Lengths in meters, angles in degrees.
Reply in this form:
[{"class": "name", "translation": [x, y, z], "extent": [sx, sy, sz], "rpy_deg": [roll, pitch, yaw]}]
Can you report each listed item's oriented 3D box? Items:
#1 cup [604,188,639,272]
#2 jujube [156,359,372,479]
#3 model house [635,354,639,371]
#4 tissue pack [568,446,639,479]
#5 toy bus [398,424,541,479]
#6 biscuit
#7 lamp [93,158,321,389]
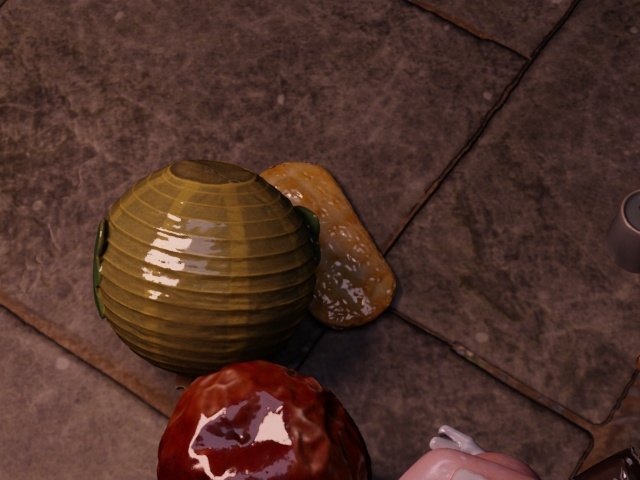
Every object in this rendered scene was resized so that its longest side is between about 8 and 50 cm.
[{"class": "cup", "translation": [0.393, -0.016, 1.412], "extent": [0.100, 0.077, 0.078], "rpy_deg": [-15, 60, -8]}, {"class": "jujube", "translation": [-0.051, 0.231, 1.188], "extent": [0.213, 0.232, 0.213], "rpy_deg": [-2, 60, 3]}, {"class": "model house", "translation": [0.468, 0.095, 1.288], "extent": [0.183, 0.172, 0.166], "rpy_deg": [-40, 64, -20]}, {"class": "tissue pack", "translation": [0.176, 0.382, 1.111], "extent": [0.370, 0.210, 0.198], "rpy_deg": [-28, 70, -15]}, {"class": "toy bus", "translation": [0.155, 0.290, 0.945], "extent": [0.294, 0.197, 0.232], "rpy_deg": [25, 55, 14]}, {"class": "biscuit", "translation": [0.000, 0.000, 1.443], "extent": [0.118, 0.029, 0.247], "rpy_deg": [-25, 61, -13]}, {"class": "lamp", "translation": [-0.125, 0.055, 1.314], "extent": [0.250, 0.284, 0.250], "rpy_deg": [4, 17, -1]}]
